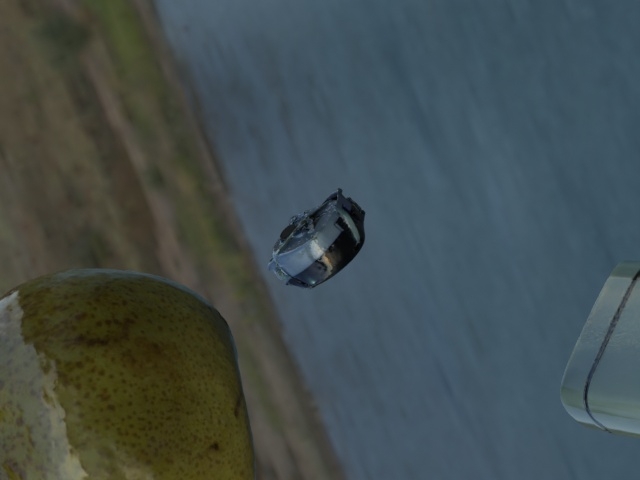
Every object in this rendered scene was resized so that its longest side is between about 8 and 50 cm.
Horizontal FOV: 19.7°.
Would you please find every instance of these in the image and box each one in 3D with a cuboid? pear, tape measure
[{"bbox_3d":[-0.155,0.134,1.255,0.188,0.211,0.228,140,122,-64],"label":"pear"},{"bbox_3d":[0.000,0.001,1.649,0.054,0.091,0.094,50,-150,-16],"label":"tape measure"}]

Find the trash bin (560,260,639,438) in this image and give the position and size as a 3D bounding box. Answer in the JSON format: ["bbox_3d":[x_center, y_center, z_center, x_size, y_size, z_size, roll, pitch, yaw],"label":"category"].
[{"bbox_3d":[0.233,0.073,1.174,0.130,0.116,0.059,7,154,48],"label":"trash bin"}]
